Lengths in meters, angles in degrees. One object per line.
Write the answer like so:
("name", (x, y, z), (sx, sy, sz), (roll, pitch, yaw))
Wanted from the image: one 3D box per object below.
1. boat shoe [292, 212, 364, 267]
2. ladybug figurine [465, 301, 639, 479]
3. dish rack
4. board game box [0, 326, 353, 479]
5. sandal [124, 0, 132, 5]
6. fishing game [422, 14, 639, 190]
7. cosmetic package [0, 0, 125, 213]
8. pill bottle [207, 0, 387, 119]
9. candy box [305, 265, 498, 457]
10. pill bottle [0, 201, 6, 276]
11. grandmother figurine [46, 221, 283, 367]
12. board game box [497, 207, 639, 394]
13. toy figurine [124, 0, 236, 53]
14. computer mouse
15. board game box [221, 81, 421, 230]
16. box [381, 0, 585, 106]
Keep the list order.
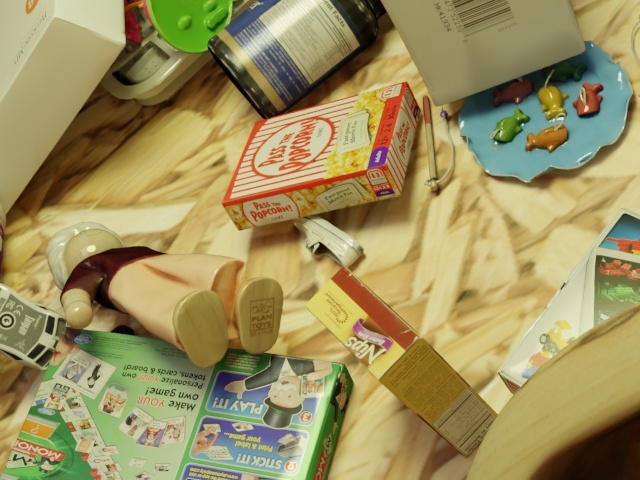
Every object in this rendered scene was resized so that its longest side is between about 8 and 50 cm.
("boat shoe", (0.000, 0.000, 1.199), (0.100, 0.035, 0.035), (32, 74, 33))
("ladybug figurine", (0.283, 0.181, 0.748), (0.449, 0.162, 0.305), (-37, 69, 41))
("dish rack", (-0.207, -0.321, 1.513), (0.285, 0.072, 0.333), (-45, 49, -4))
("board game box", (-0.147, 0.201, 1.098), (0.317, 0.046, 0.213), (5, 60, 22))
("sandal", (-0.187, -0.373, 1.460), (0.219, 0.060, 0.090), (-49, 40, 10))
("fishing game", (0.225, -0.141, 1.168), (0.264, 0.041, 0.189), (-16, 49, 20))
("cosmetic package", (-0.369, -0.230, 1.413), (0.377, 0.097, 0.284), (-45, 42, 37))
("pill bottle", (-0.012, -0.248, 1.319), (0.219, 0.123, 0.123), (-39, 48, -1))
("candy box", (0.075, 0.106, 0.979), (0.053, 0.186, 0.109), (-45, 49, -2))
("pill bottle", (-0.457, 0.078, 1.309), (0.169, 0.169, 0.301), (-20, 50, 16))
("grandmother figurine", (-0.179, 0.042, 1.187), (0.342, 0.208, 0.104), (16, 102, 48))
("board game box", (0.322, 0.111, 0.926), (0.305, 0.053, 0.193), (30, 76, 40))
("toy figurine", (-0.193, -0.298, 1.382), (0.159, 0.130, 0.173), (4, 38, 43))
("computer mouse", (-0.309, 0.102, 1.240), (0.193, 0.042, 0.106), (28, 76, -3))
("board game box", (0.003, -0.090, 1.224), (0.193, 0.045, 0.147), (-12, 38, 25))
("box", (0.144, -0.351, 1.216), (0.168, 0.215, 0.345), (-19, 43, 18))
